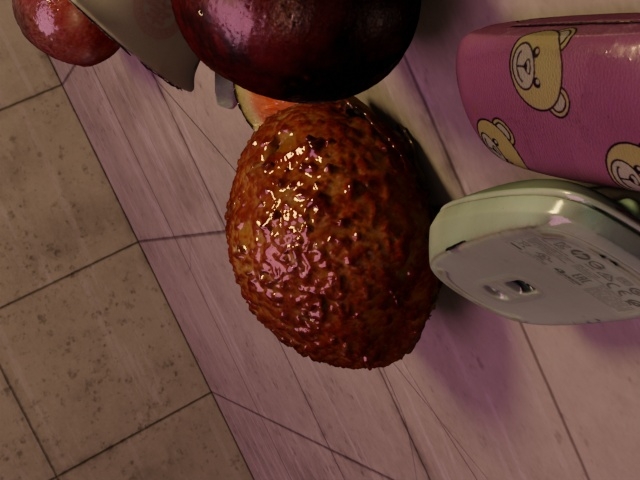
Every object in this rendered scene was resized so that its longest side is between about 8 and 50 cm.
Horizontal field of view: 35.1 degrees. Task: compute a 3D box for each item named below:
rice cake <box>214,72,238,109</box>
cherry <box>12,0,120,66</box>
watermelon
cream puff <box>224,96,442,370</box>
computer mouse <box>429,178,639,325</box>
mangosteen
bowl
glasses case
[{"bbox_3d":[-0.128,-0.302,1.420,0.290,0.051,0.081,95,177,-56],"label":"rice cake"},{"bbox_3d":[-0.450,-0.447,1.851,0.239,0.206,0.239,-17,69,54],"label":"cherry"},{"bbox_3d":[-0.057,-0.209,1.344,0.119,0.063,0.245,37,149,14],"label":"watermelon"},{"bbox_3d":[0.003,0.004,1.208,0.350,0.229,0.350,54,162,27],"label":"cream puff"},{"bbox_3d":[0.199,0.000,0.862,0.159,0.097,0.288,33,161,-13],"label":"computer mouse"},{"bbox_3d":[-0.016,-0.261,0.931,0.235,0.236,0.261,40,124,49],"label":"mangosteen"},{"bbox_3d":[-0.258,-0.378,1.402,0.345,0.157,0.345,43,-173,-6],"label":"bowl"},{"bbox_3d":[0.203,-0.105,0.756,0.316,0.076,0.123,21,136,63],"label":"glasses case"}]
